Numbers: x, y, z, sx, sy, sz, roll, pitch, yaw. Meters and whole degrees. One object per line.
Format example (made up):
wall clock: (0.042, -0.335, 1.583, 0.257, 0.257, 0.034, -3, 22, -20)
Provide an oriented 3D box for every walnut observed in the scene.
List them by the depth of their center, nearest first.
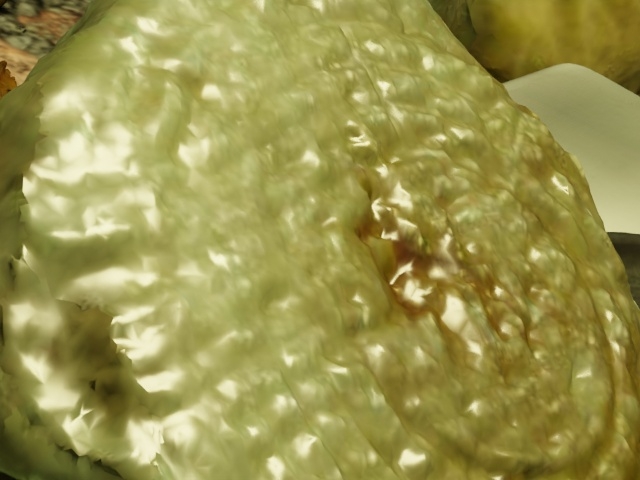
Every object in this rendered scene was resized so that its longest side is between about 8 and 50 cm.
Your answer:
walnut: (0.151, -0.211, 1.400, 0.253, 0.277, 0.282, 20, 14, -10)

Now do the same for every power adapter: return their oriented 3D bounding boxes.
power adapter: (0.127, -0.003, 1.179, 0.187, 0.124, 0.255, 33, 33, 26)

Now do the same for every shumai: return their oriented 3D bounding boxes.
shumai: (-0.051, 0.070, 0.731, 0.309, 0.263, 0.304, 3, 58, -44)

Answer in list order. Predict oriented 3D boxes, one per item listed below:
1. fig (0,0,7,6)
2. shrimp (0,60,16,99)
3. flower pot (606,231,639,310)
fig: (-0.256, -0.188, 1.340, 0.098, 0.082, 0.084, -10, 44, 19)
shrimp: (-0.208, -0.024, 1.091, 0.154, 0.062, 0.294, 10, 31, -3)
flower pot: (0.101, 0.119, 0.893, 0.235, 0.235, 0.148, 0, 53, -30)
